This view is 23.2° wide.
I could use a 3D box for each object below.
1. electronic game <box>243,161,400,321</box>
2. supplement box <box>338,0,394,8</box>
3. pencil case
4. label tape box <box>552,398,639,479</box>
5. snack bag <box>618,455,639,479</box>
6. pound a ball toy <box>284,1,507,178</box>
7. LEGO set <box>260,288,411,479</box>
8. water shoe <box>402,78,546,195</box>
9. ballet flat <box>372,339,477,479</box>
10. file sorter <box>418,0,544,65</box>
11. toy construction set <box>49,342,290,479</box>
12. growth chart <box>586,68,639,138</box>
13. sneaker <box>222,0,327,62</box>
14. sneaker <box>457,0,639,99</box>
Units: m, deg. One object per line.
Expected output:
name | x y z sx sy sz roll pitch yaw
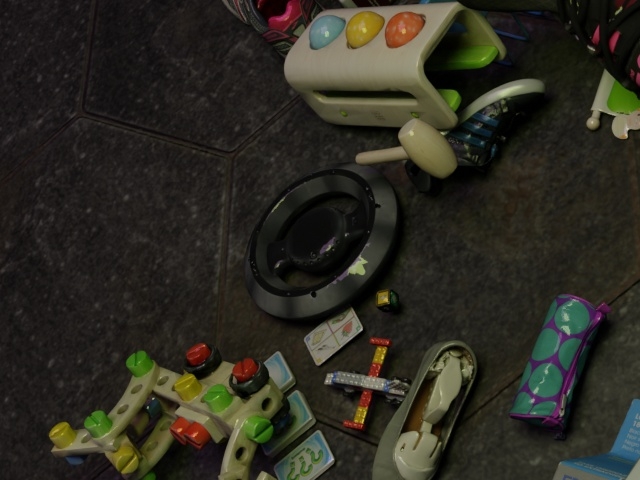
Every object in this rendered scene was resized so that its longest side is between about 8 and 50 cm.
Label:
electronic game | 0.000 0.000 1.967 0.229 0.048 0.229 -20 49 25
supplement box | 0.103 -0.421 2.137 0.239 0.073 0.130 -42 48 7
pencil case | 0.261 0.135 1.695 0.070 0.064 0.152 1 63 53
label tape box | 0.329 0.313 1.513 0.240 0.106 0.334 13 71 38
snack bag | 0.464 0.181 1.436 0.342 0.037 0.323 4 34 36
pound a ball toy | 0.073 -0.198 1.913 0.319 0.136 0.208 9 57 54
LEGO set | 0.009 0.164 1.855 0.244 0.060 0.182 -40 48 13
water shoe | 0.198 -0.124 1.907 0.203 0.073 0.080 -29 72 21
ballet flat | 0.116 0.206 1.739 0.213 0.072 0.068 -67 11 -19
file sorter | 0.226 -0.322 1.964 0.104 0.118 0.170 23 77 38
toy construction set | -0.156 0.235 1.849 0.327 0.151 0.215 24 59 40
growth chart | 0.430 -0.198 1.812 0.237 0.021 0.172 -2 63 34
sneaker | -0.073 -0.356 2.193 0.121 0.112 0.299 -45 47 3
sneaker | 0.355 -0.261 1.715 0.482 0.185 0.202 13 70 22
